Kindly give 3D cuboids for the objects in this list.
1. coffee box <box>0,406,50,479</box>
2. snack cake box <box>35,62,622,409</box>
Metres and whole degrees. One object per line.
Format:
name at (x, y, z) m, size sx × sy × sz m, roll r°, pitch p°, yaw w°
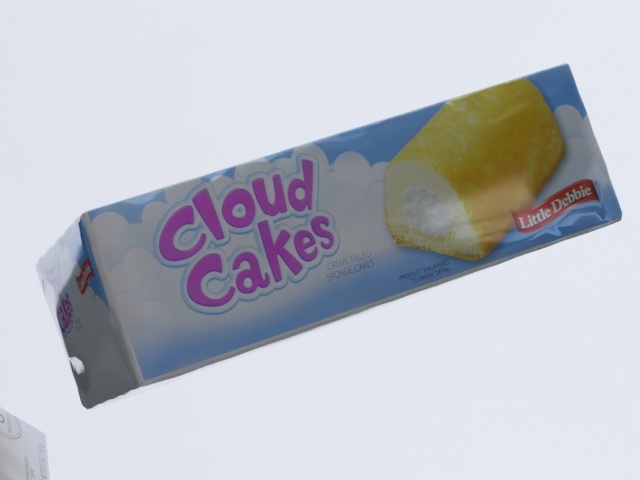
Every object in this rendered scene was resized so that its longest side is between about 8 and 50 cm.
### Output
coffee box at (-0.314, 0.144, 1.118) m, size 0.119 × 0.297 × 0.168 m, roll -41°, pitch -144°, yaw 18°
snack cake box at (0.000, 0.000, 0.913) m, size 0.089 × 0.264 × 0.152 m, roll 71°, pitch -20°, yaw 2°
